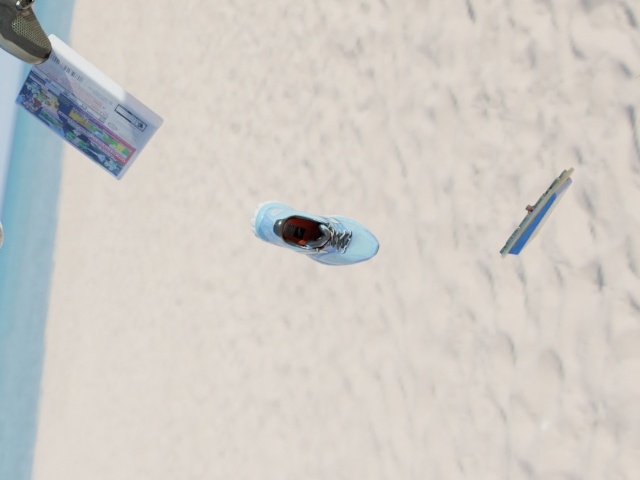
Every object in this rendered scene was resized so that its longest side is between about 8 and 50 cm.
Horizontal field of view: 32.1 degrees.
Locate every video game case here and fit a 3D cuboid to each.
[{"bbox_3d":[-0.347,-0.193,1.657,0.183,0.201,0.023,-40,16,53],"label":"video game case"}]

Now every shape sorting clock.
[{"bbox_3d":[0.387,-0.050,1.998,0.206,0.040,0.206,-52,-12,-16],"label":"shape sorting clock"}]

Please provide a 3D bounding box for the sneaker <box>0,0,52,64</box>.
[{"bbox_3d":[-0.417,-0.349,1.488,0.130,0.227,0.087,-29,15,20],"label":"sneaker"}]

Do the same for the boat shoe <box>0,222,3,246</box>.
[{"bbox_3d":[-0.390,0.054,1.032,0.226,0.083,0.076,-52,6,-5],"label":"boat shoe"}]

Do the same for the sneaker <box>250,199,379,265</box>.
[{"bbox_3d":[0.000,0.000,1.310,0.073,0.162,0.063,27,103,63],"label":"sneaker"}]

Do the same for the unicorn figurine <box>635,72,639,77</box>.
[{"bbox_3d":[0.530,-0.305,1.728,0.060,0.162,0.111,-18,80,33],"label":"unicorn figurine"}]
